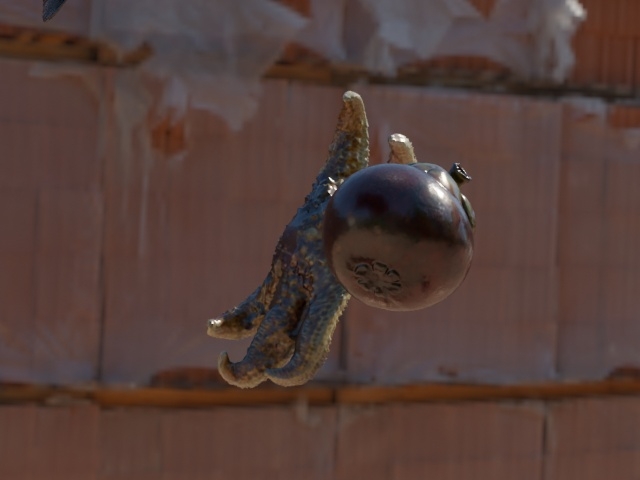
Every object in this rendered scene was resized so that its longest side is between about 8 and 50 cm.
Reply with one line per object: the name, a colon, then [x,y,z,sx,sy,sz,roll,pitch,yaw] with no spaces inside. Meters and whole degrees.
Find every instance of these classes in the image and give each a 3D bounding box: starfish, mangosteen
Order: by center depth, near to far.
mangosteen: [0.040,-0.003,0.797,0.081,0.081,0.081,3,-4,0]
starfish: [0.002,0.000,1.139,0.071,0.238,0.216,27,-30,-32]

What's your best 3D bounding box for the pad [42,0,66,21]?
pad: [-0.080,-0.155,0.633,0.003,0.112,0.157,36,18,-26]
